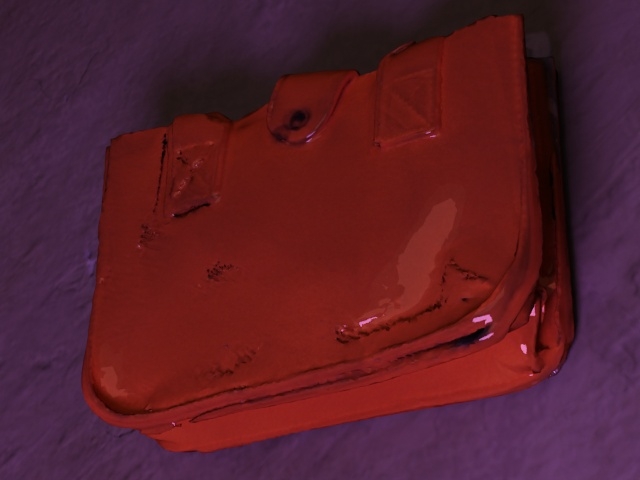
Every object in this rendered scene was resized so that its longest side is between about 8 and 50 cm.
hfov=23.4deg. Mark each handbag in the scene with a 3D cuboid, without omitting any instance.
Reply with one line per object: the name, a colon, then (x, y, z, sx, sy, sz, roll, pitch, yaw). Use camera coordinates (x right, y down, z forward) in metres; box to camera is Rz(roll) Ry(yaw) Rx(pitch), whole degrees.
handbag: (0.000, 0.000, 1.256, 0.410, 0.116, 0.303, -15, 60, 27)
